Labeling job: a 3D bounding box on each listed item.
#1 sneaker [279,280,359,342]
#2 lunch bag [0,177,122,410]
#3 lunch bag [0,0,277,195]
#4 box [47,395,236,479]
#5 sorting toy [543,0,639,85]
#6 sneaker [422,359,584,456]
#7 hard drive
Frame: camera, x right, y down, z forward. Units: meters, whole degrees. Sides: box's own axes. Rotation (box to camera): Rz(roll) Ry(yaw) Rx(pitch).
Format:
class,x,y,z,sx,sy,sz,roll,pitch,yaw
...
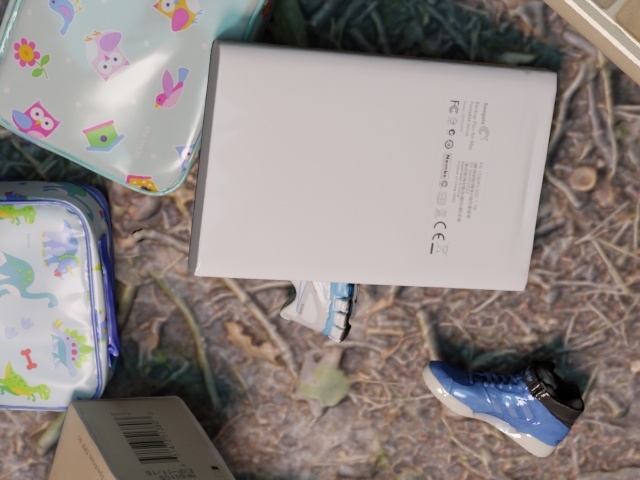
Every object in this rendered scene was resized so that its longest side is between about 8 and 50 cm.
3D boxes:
class,x,y,z,sx,sy,sz,roll,pitch,yaw
sneaker,0.000,0.000,1.644,0.083,0.071,0.190,14,110,9
lunch bag,-0.278,0.052,1.684,0.176,0.090,0.219,-1,108,9
lunch bag,-0.167,-0.201,1.575,0.224,0.108,0.279,25,110,0
box,-0.197,0.315,1.699,0.121,0.148,0.311,1,120,-32
sorting toy,0.296,-0.242,1.534,0.348,0.047,0.196,40,109,-7
sneaker,0.176,0.135,1.669,0.152,0.058,0.084,32,115,-8
hard drive,0.047,-0.062,1.561,0.308,0.040,0.203,3,103,-17
